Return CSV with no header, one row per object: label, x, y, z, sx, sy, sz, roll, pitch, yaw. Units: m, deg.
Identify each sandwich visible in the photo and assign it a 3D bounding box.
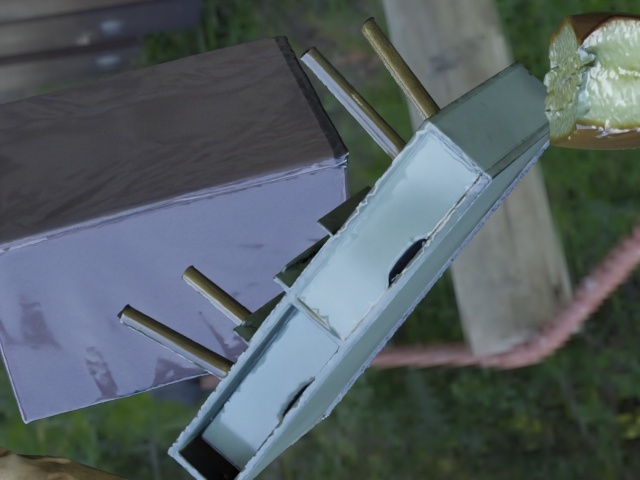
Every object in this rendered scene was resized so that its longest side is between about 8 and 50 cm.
sandwich,0.073,-0.037,0.439,0.044,0.031,0.083,-2,178,43

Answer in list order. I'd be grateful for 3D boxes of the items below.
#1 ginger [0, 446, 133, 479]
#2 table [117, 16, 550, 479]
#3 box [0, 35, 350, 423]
ginger,-0.086,0.119,0.715,0.173,0.051,0.069,19,135,6
table,0.000,0.000,0.918,0.240,0.111,0.121,-52,171,30
box,-0.114,-0.010,1.238,0.252,0.153,0.188,-15,-145,-7
